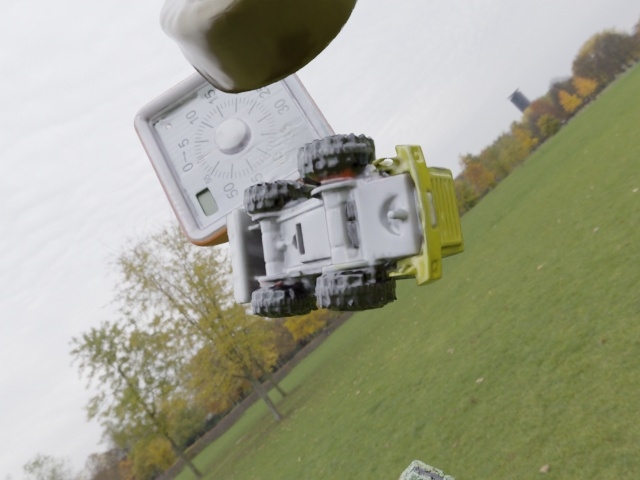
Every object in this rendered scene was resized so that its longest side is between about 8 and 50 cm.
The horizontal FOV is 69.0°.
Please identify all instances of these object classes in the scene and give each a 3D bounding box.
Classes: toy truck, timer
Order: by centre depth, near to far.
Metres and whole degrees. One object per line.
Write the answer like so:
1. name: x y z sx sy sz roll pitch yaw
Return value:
1. toy truck: 0.000 0.000 0.427 0.111 0.137 0.285 -4 -6 -33
2. timer: -0.130 -0.140 0.720 0.249 0.258 0.161 -27 -18 -11

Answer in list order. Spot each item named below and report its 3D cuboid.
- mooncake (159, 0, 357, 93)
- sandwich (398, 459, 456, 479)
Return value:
1. mooncake: -0.062 -0.258 0.460 0.234 0.235 0.117 -42 -48 6
2. sandwich: 0.159 0.346 0.634 0.104 0.093 0.035 -25 1 29
